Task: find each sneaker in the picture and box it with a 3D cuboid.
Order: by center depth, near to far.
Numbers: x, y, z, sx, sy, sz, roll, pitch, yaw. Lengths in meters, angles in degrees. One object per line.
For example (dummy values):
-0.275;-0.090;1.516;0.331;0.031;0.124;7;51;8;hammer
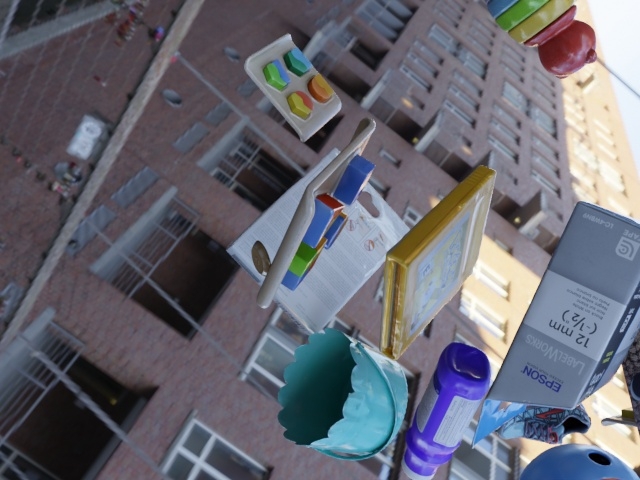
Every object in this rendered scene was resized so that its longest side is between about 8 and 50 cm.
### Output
0.611;0.499;1.823;0.261;0.104;0.125;-14;-151;-3;sneaker

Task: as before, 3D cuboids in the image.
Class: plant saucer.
-0.129;0.042;1.424;0.015;0.083;0.083;-18;170;-25;plant saucer

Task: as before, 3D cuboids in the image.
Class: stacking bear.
0.437;-0.458;1.329;0.164;0.289;0.175;-41;-174;-30;stacking bear

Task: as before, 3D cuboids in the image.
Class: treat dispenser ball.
0.576;0.598;1.475;0.288;0.288;0.288;-52;-174;8;treat dispenser ball

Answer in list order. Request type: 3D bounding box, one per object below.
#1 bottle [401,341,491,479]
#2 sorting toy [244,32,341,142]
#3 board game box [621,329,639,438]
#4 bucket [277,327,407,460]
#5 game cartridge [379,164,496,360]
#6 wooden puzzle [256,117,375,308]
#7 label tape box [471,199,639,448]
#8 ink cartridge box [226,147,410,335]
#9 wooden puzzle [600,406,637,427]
0.220;0.320;1.208;0.118;0.092;0.283;-62;170;-59;bottle
-0.050;-0.337;1.447;0.038;0.208;0.193;-28;-165;41;sorting toy
0.607;0.195;1.033;0.291;0.141;0.232;-80;-165;-47;board game box
0.052;0.354;1.524;0.281;0.183;0.281;-37;-139;40;bucket
0.232;0.044;1.312;0.323;0.052;0.285;-40;146;-32;game cartridge
0.009;-0.050;1.373;0.348;0.080;0.322;-56;175;-47;wooden puzzle
0.354;0.131;0.911;0.249;0.115;0.348;3;110;-56;label tape box
0.000;0.000;1.713;0.385;0.308;0.091;-46;-173;-19;ink cartridge box
0.847;0.424;1.628;0.238;0.221;0.044;-23;-108;63;wooden puzzle
